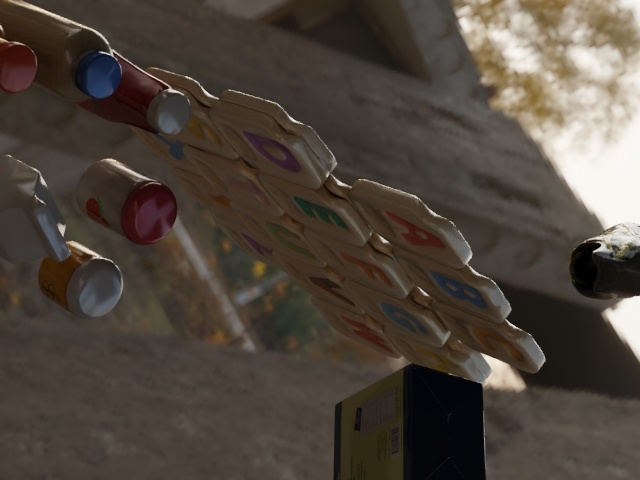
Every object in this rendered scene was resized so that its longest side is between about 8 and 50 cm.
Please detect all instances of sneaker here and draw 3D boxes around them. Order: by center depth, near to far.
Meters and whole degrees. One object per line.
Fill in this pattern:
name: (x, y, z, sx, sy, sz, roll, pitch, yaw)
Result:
sneaker: (0.112, 0.008, 0.562, 0.083, 0.035, 0.031, 165, -75, -83)

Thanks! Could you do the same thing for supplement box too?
supplement box: (0.053, 0.131, 0.874, 0.056, 0.083, 0.083, 18, 58, -28)

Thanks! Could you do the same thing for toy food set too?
toy food set: (-0.134, -0.045, 0.788, 0.104, 0.111, 0.232, 26, -34, 41)

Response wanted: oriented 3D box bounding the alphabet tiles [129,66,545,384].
alphabet tiles: (0.000, 0.000, 0.884, 0.278, 0.021, 0.284, 21, -22, 42)
